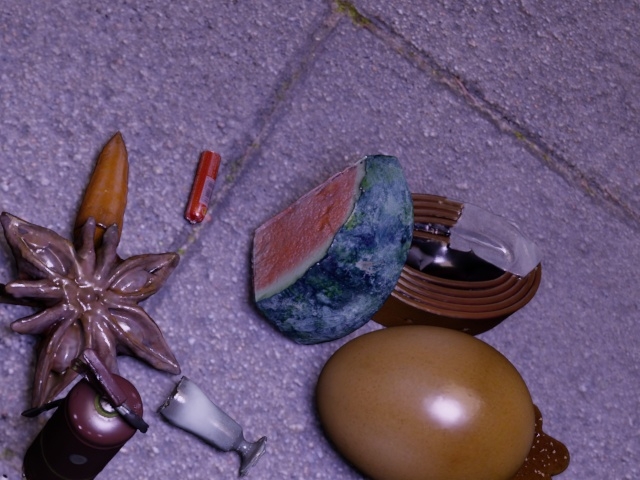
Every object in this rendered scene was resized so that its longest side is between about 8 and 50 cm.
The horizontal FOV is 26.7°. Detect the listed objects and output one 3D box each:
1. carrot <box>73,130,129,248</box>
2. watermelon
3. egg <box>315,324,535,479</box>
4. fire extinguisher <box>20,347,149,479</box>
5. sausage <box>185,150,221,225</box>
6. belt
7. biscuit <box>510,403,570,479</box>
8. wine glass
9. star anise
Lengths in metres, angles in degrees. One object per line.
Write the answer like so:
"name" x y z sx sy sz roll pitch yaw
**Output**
"carrot" -0.320 -0.081 2.008 0.072 0.072 0.205 16 55 -18
"watermelon" 0.000 0.000 2.009 0.226 0.318 0.148 31 9 39
"egg" 0.151 0.247 1.953 0.322 0.250 0.250 18 57 7
"fire extinguisher" -0.302 0.229 1.693 0.141 0.341 0.105 39 55 -2
"sausage" -0.184 -0.077 2.086 0.034 0.034 0.129 20 60 -16
"belt" 0.190 0.042 2.159 0.338 0.122 0.217 9 65 -20
"biscuit" 0.281 0.316 2.114 0.236 0.039 0.180 38 58 -4
"wine glass" -0.152 0.264 1.912 0.155 0.072 0.072 37 56 -6
"star anise" -0.347 0.087 1.883 0.349 0.109 0.292 -17 76 -33
